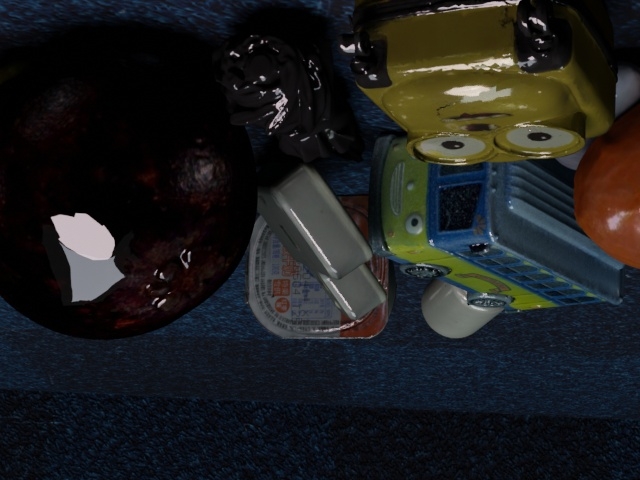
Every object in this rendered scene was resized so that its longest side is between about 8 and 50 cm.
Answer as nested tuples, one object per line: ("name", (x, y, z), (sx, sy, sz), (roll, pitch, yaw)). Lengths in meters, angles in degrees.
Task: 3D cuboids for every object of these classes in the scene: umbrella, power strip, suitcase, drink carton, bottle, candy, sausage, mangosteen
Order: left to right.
("mangosteen", (-0.210, -0.053, 1.274), (0.297, 0.296, 0.313), (14, -168, -32))
("umbrella", (-0.010, -0.130, 1.288), (0.118, 0.118, 0.340), (-2, 171, 17))
("power strip", (0.001, 0.000, 1.450), (0.059, 0.193, 0.265), (-36, -170, -7))
("drink carton", (0.014, 0.043, 1.724), (0.191, 0.185, 0.189), (-3, 173, 13))
("bottle", (0.220, 0.067, 1.853), (0.104, 0.104, 0.245), (5, 163, -7))
("suitcase", (0.138, -0.152, 1.080), (0.194, 0.143, 0.235), (-5, 162, 25))
("candy", (0.275, -0.119, 1.285), (0.138, 0.071, 0.174), (-11, 158, 29))
("sausage", (0.357, -0.074, 1.190), (0.268, 0.141, 0.153), (-35, 148, 21))

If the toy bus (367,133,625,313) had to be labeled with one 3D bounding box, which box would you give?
("toy bus", (0.208, -0.022, 1.482), (0.190, 0.152, 0.312), (-8, 160, 38))
